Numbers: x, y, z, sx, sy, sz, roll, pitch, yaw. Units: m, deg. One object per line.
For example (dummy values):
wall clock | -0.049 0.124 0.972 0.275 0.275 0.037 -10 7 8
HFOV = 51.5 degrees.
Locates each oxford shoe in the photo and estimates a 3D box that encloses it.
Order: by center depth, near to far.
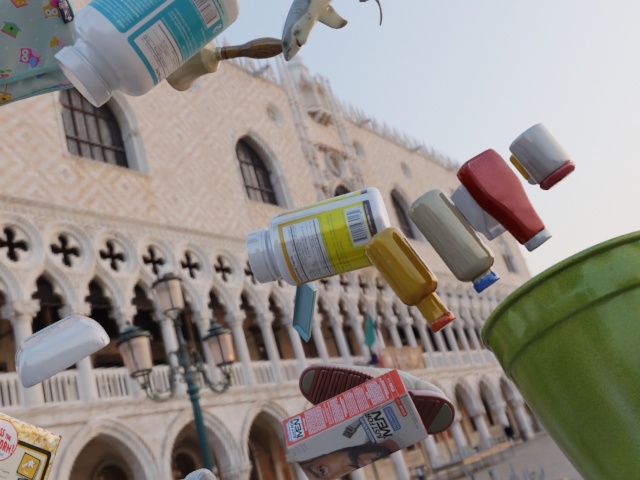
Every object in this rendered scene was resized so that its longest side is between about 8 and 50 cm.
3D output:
oxford shoe | 0.115 0.335 1.462 0.348 0.123 0.130 19 13 -10

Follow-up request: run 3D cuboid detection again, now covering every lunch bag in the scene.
lunch bag | -0.598 -0.386 1.307 0.279 0.108 0.224 -19 -55 -14

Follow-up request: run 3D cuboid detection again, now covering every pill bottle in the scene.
pill bottle | -0.258 -0.315 0.981 0.264 0.146 0.146 -43 -14 -14
pill bottle | 0.000 0.000 1.015 0.215 0.117 0.117 -15 -18 9

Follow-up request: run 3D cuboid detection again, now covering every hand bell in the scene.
hand bell | -0.172 -0.356 1.263 0.242 0.126 0.126 1 -11 23

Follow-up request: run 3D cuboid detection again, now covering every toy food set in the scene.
toy food set | 0.168 -0.020 0.625 0.232 0.104 0.111 -29 -15 -24

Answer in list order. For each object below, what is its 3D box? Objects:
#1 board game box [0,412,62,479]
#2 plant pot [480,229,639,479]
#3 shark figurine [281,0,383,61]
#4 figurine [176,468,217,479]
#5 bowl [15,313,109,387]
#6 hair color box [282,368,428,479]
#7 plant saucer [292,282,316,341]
board game box | -0.355 0.267 0.656 0.045 0.193 0.147 -15 -40 30
plant pot | 0.480 0.229 0.973 0.367 0.353 0.366 -14 -32 -9
shark figurine | 0.009 -0.459 1.220 0.278 0.116 0.166 -36 -39 -34
figurine | -0.225 0.483 1.147 0.215 0.092 0.209 -28 -58 12
bowl | -0.406 0.161 1.027 0.142 0.053 0.142 -29 12 -24
hair color box | 0.046 0.248 0.872 0.167 0.053 0.093 -25 -59 3
plant saucer | -0.039 0.170 1.656 0.018 0.067 0.192 -23 -40 -31
